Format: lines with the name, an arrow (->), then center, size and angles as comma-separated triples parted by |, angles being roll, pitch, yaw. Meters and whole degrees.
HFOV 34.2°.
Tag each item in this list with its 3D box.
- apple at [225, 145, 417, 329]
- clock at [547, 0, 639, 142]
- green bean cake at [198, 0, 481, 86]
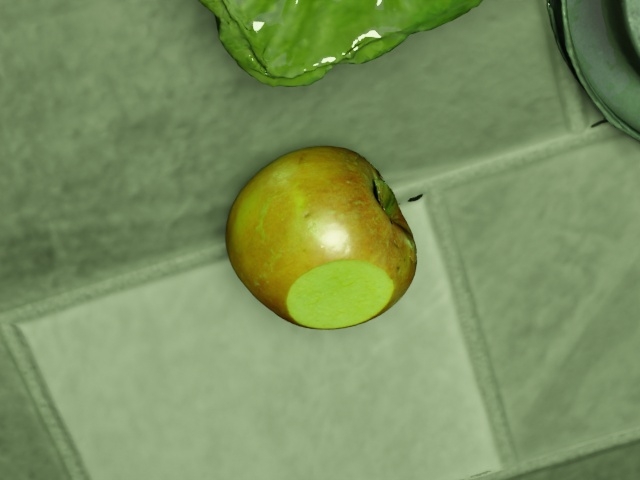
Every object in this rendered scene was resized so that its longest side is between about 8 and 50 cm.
apple -> 0.000, 0.000, 0.621 | 0.102, 0.099, 0.114 | -29, 137, 17
clock -> 0.244, -0.156, 0.602 | 0.226, 0.049, 0.226 | -1, 112, -2
green bean cake -> 0.012, -0.222, 0.503 | 0.222, 0.125, 0.248 | -25, 121, 7
